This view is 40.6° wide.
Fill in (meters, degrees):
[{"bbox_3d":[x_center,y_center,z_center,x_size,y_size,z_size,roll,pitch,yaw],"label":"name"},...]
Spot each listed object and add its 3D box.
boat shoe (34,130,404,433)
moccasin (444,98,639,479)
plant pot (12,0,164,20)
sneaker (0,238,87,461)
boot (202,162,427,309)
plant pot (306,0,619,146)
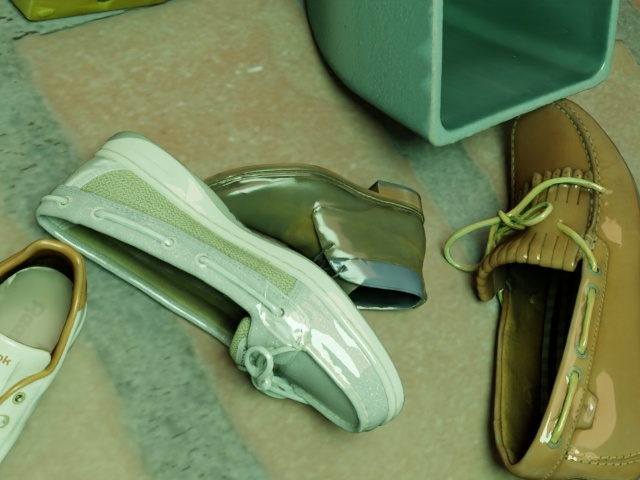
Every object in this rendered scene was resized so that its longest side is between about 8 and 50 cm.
[{"bbox_3d":[-0.077,0.046,0.675,0.320,0.118,0.103,41,62,7],"label":"boat shoe"},{"bbox_3d":[0.203,0.032,0.790,0.147,0.139,0.380,17,67,-23],"label":"moccasin"},{"bbox_3d":[-0.212,-0.318,0.770,0.212,0.212,0.187,-17,84,-29],"label":"plant pot"},{"bbox_3d":[-0.247,0.113,0.561,0.105,0.123,0.290,29,58,-8],"label":"sneaker"},{"bbox_3d":[0.000,0.000,0.746,0.219,0.082,0.106,5,59,-22],"label":"boot"},{"bbox_3d":[0.114,-0.272,0.830,0.247,0.248,0.252,-23,36,-30],"label":"plant pot"}]
